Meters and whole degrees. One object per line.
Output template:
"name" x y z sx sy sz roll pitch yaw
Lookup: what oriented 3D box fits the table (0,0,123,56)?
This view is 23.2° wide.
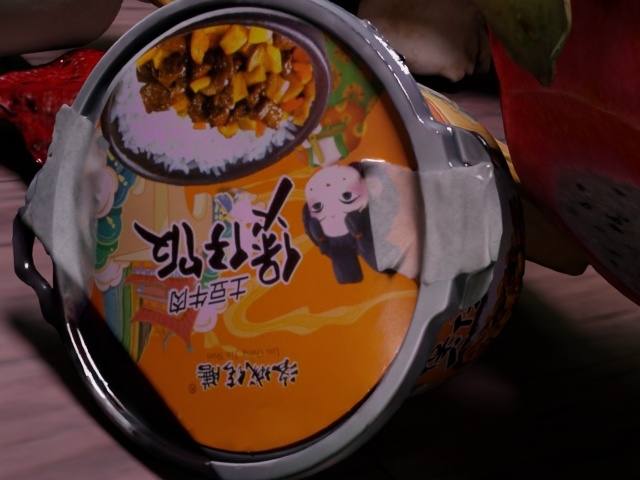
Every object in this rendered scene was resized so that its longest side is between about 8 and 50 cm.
"table" -0.212 -0.139 0.719 0.220 0.126 0.126 -14 41 -36

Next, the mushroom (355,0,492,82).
"mushroom" 0.073 -0.189 0.985 0.226 0.178 0.226 26 -5 2

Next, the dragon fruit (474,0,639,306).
"dragon fruit" 0.167 -0.055 0.557 0.189 0.290 0.290 -42 54 -11

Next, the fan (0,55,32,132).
"fan" -0.207 -0.133 0.851 0.057 0.023 0.282 -3 36 -34

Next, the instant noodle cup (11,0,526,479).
"instant noodle cup" 0.000 0.000 0.598 0.208 0.177 0.125 16 7 34

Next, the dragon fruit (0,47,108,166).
"dragon fruit" -0.092 -0.072 0.747 0.097 0.063 0.131 41 25 6

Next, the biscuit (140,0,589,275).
"biscuit" 0.007 -0.069 0.781 0.216 0.047 0.340 16 18 -50
